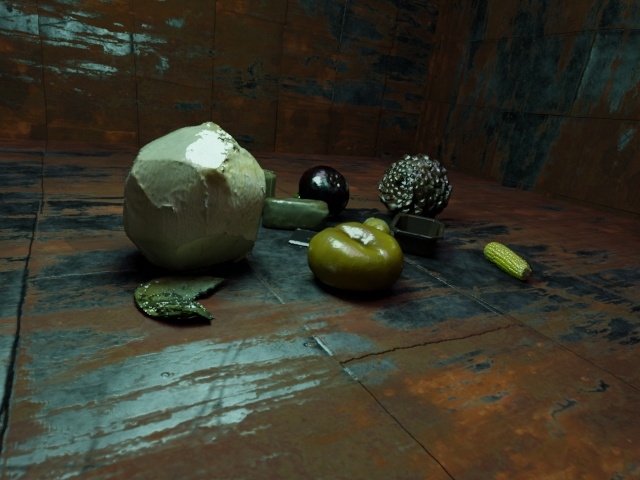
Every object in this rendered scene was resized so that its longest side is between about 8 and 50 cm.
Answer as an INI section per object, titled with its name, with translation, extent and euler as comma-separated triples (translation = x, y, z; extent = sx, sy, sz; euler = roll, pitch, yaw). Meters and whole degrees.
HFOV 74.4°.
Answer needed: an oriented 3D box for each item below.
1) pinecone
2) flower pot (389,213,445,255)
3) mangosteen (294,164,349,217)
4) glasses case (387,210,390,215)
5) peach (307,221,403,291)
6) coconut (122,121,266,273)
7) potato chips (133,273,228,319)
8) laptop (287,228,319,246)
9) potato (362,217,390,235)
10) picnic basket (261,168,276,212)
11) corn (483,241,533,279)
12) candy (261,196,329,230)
[pinecone]
translation = 0.403, -0.214, 1.783
extent = 0.295, 0.299, 0.242
euler = 20, -12, -19
[flower pot]
translation = 0.331, -0.017, 1.459
extent = 0.178, 0.084, 0.251
euler = 13, 20, 14
[mangosteen]
translation = 0.008, -0.183, 1.672
extent = 0.216, 0.216, 0.216
euler = 7, 18, -2
[glasses case]
translation = 0.318, -0.121, 1.854
extent = 0.033, 0.023, 0.083
euler = 35, 29, 16
[peach]
translation = 0.093, 0.044, 1.090
extent = 0.251, 0.153, 0.251
euler = 0, 17, 0
[coconut]
translation = -0.315, -0.116, 1.066
extent = 0.346, 0.361, 0.346
euler = 7, 16, -2
[potato chips]
translation = -0.296, 0.119, 0.908
extent = 0.201, 0.029, 0.220
euler = 1, 17, -18
[laptop]
translation = 0.000, 0.000, 1.384
extent = 0.197, 0.016, 0.135
euler = 9, 20, 6
[potato]
translation = 0.177, -0.023, 1.387
extent = 0.080, 0.107, 0.170
euler = 48, 14, -13
[picnic basket]
translation = -0.312, -0.199, 1.617
extent = 0.266, 0.165, 0.139
euler = 16, 21, 26
[corn]
translation = 0.598, 0.064, 1.348
extent = 0.071, 0.072, 0.203
euler = 3, 20, -13
[candy]
translation = -0.089, -0.096, 1.492
extent = 0.233, 0.104, 0.102
euler = 6, 19, -7
